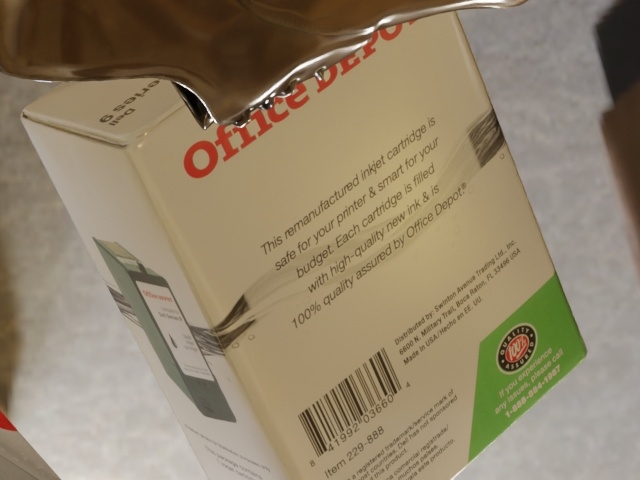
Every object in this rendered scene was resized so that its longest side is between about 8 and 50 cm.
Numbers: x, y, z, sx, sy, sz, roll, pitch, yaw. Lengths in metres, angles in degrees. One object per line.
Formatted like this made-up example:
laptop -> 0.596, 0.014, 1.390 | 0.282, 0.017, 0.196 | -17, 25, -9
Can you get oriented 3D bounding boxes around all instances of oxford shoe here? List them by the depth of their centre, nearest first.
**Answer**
oxford shoe -> -0.015, -0.088, 0.619 | 0.227, 0.083, 0.096 | -4, 126, -35

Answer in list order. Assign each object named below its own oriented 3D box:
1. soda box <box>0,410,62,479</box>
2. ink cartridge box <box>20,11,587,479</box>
soda box -> -0.214, 0.108, 0.886 | 0.091, 0.098, 0.286 | -30, 107, 28
ink cartridge box -> 0.000, 0.000, 1.018 | 0.211, 0.121, 0.289 | -37, 121, -24
